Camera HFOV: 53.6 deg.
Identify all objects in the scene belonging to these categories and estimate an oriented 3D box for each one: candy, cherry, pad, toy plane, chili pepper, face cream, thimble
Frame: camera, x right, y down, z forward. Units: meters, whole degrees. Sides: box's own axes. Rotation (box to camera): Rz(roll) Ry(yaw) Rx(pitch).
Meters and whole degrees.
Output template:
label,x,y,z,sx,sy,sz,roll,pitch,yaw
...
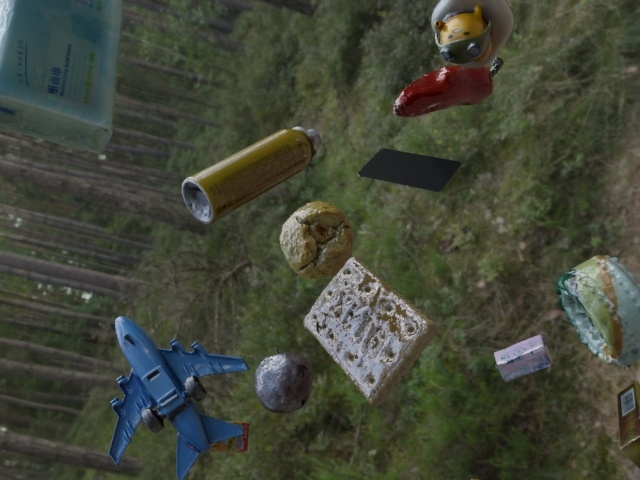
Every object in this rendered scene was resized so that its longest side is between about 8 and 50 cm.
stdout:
label,x,y,z,sx,sy,sz,roll,pitch,yaw
candy,0.603,0.353,1.890,0.073,0.160,0.092,62,-165,-8
cherry,-0.117,0.437,1.940,0.195,0.195,0.195,-165,90,-85
pad,0.154,-0.125,1.106,0.112,0.157,0.003,-47,-38,-43
toy plane,-0.250,0.234,1.014,0.254,0.271,0.105,-36,-1,-12
chili pepper,0.313,-0.367,1.534,0.110,0.387,0.110,33,134,43
face cream,-0.130,-0.157,1.367,0.349,0.105,0.105,-34,-22,-35
thimble,0.741,0.183,1.632,0.254,0.167,0.288,56,-173,-45
candy,-0.217,0.421,1.364,0.038,0.122,0.062,139,138,-58

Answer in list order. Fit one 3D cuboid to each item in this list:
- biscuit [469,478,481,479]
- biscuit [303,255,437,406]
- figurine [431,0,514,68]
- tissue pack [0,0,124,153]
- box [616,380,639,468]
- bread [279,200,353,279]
label,x,y,z,sx,sy,sz,roll,pitch,yaw
biscuit,0.359,0.554,1.113,0.277,0.052,0.262,-31,72,49
biscuit,0.091,0.182,1.368,0.217,0.044,0.325,-54,40,7
figurine,0.309,-0.395,1.302,0.250,0.167,0.141,50,-135,-57
tissue pack,-0.386,-0.274,0.933,0.089,0.177,0.263,-39,47,46
box,0.725,0.428,1.372,0.071,0.159,0.240,-46,-5,27
bread,0.000,0.000,1.928,0.134,0.244,0.244,161,124,-70
